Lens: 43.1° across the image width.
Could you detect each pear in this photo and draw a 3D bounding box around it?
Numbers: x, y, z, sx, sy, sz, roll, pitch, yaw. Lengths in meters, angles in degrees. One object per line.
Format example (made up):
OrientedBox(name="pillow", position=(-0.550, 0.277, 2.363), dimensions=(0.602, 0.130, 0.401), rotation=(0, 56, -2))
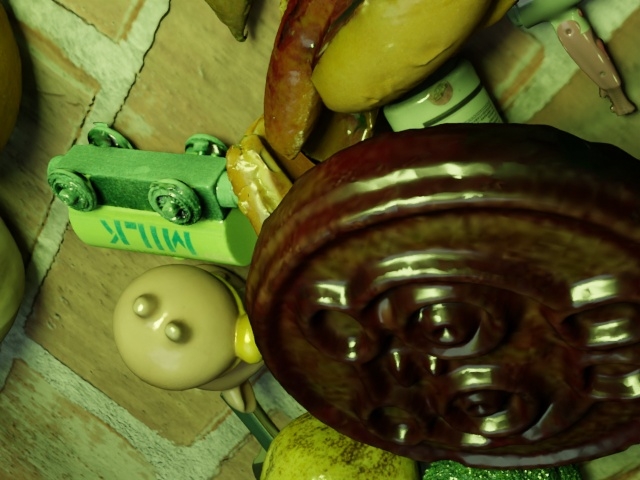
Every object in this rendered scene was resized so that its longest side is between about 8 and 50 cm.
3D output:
OrientedBox(name="pear", position=(0.025, 0.285, 0.944), dimensions=(0.197, 0.197, 0.197), rotation=(13, 127, 18))

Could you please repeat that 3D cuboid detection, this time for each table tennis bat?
OrientedBox(name="table tennis bat", position=(-0.037, 0.310, 1.101), dimensions=(0.173, 0.022, 0.301), rotation=(-23, 111, 37))

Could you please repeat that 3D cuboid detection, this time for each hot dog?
OrientedBox(name="hot dog", position=(0.000, 0.000, 0.804), dimensions=(0.072, 0.115, 0.269), rotation=(-23, 108, 33))
OrientedBox(name="hot dog", position=(0.037, -0.169, 0.614), dimensions=(0.194, 0.107, 0.326), rotation=(57, 130, 34))

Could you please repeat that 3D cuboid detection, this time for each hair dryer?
OrientedBox(name="hair dryer", position=(0.215, -0.165, 0.634), dimensions=(0.106, 0.054, 0.154), rotation=(-14, 125, 29))

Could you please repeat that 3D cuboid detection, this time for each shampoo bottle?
OrientedBox(name="shampoo bottle", position=(0.155, -0.031, 0.724), dimensions=(0.085, 0.085, 0.262), rotation=(-21, 111, 36))

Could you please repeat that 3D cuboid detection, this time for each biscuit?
OrientedBox(name="biscuit", position=(0.133, 0.079, 0.691), dimensions=(0.407, 0.091, 0.407), rotation=(6, 136, 6))

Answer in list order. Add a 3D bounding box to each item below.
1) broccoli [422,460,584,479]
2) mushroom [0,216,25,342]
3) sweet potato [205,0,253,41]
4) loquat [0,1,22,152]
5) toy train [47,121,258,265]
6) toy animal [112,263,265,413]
OrientedBox(name="broccoli", position=(0.196, 0.286, 0.885), dimensions=(0.195, 0.195, 0.156), rotation=(27, 166, 7))
OrientedBox(name="mushroom", position=(-0.569, 0.058, 1.009), dimensions=(0.353, 0.353, 0.325), rotation=(12, 113, 20))
OrientedBox(name="sweet potato", position=(-0.100, -0.294, 0.679), dimensions=(0.074, 0.075, 0.270), rotation=(-1, 118, 27))
OrientedBox(name="loquat", position=(-0.450, -0.181, 0.819), dimensions=(0.276, 0.276, 0.284), rotation=(18, 126, 15))
OrientedBox(name="toy train", position=(-0.177, -0.037, 0.886), dimensions=(0.253, 0.105, 0.157), rotation=(6, 138, 25))
OrientedBox(name="toy animal", position=(-0.131, 0.097, 0.878), dimensions=(0.165, 0.149, 0.248), rotation=(47, 175, 18))
